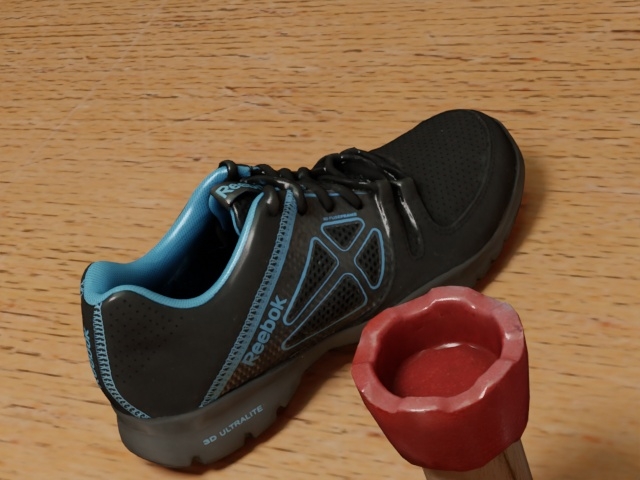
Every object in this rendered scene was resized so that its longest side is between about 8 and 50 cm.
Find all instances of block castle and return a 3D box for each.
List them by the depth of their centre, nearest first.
[{"bbox_3d":[0.070,0.217,0.526,0.303,0.213,0.453,-32,38,-15],"label":"block castle"}]

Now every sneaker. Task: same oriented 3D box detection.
[{"bbox_3d":[0.000,0.000,0.899,0.341,0.140,0.125,-38,38,-25],"label":"sneaker"}]
